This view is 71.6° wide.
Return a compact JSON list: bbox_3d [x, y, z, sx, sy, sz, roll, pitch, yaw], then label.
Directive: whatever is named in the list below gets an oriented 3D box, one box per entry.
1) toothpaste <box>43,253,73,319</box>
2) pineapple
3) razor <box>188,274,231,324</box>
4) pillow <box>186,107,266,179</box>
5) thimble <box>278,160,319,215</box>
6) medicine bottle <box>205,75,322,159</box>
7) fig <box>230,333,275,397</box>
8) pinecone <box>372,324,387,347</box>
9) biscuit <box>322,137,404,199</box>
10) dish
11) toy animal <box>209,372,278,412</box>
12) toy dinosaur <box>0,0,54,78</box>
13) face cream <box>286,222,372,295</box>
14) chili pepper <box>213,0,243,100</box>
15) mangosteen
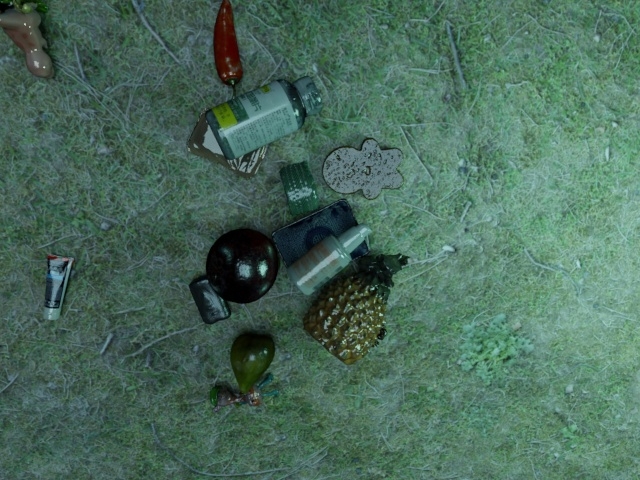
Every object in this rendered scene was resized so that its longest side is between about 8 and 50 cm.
[{"bbox_3d":[-0.780,0.138,1.315,0.071,0.045,0.193,9,96,-13],"label":"toothpaste"},{"bbox_3d":[0.121,0.161,1.277,0.223,0.223,0.357,37,88,-10],"label":"pineapple"},{"bbox_3d":[-0.333,0.176,1.334,0.090,0.054,0.148,-21,102,2],"label":"razor"},{"bbox_3d":[-0.262,-0.268,1.250,0.211,0.034,0.135,26,95,-9],"label":"pillow"},{"bbox_3d":[-0.059,-0.142,1.240,0.090,0.118,0.135,-16,65,-3],"label":"thimble"},{"bbox_3d":[-0.144,-0.332,1.174,0.293,0.141,0.141,-26,103,-8],"label":"medicine bottle"},{"bbox_3d":[-0.209,0.371,1.327,0.133,0.126,0.185,11,66,-6],"label":"fig"},{"bbox_3d":[0.165,0.286,1.373,0.083,0.077,0.077,-43,101,-4],"label":"pinecone"},{"bbox_3d":[0.123,-0.204,1.278,0.236,0.039,0.180,-1,105,-2],"label":"biscuit"},{"bbox_3d":[0.000,0.000,1.297,0.243,0.080,0.182,-25,102,5],"label":"dish"},{"bbox_3d":[-0.239,0.487,1.401,0.208,0.100,0.103,-17,142,-1],"label":"toy animal"},{"bbox_3d":[-0.762,-0.516,1.113,0.152,0.194,0.177,-12,81,-8],"label":"toy dinosaur"},{"bbox_3d":[0.031,0.038,1.215,0.252,0.101,0.101,-39,101,7],"label":"face cream"},{"bbox_3d":[-0.248,-0.500,1.181,0.071,0.063,0.272,-6,91,1],"label":"chili pepper"},{"bbox_3d":[-0.206,0.069,1.251,0.216,0.216,0.216,-1,103,-2],"label":"mangosteen"}]
